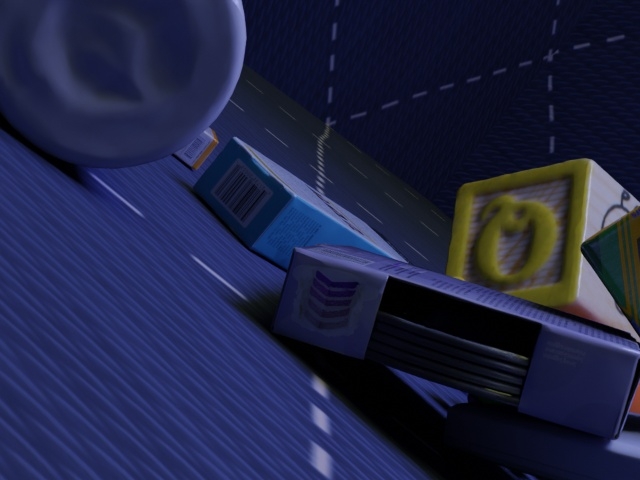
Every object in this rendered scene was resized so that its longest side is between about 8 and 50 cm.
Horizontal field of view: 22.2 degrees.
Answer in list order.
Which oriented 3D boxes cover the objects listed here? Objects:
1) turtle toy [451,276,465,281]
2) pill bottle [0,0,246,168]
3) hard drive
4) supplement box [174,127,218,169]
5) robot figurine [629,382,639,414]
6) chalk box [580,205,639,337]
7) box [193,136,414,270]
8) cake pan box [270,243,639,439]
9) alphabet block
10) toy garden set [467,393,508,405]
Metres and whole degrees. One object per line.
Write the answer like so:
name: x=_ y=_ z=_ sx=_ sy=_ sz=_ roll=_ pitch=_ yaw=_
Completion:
turtle toy: x=0.122 y=0.085 z=1.526 sx=0.130 sy=0.066 sz=0.095 roll=41 pitch=-18 yaw=34
pill bottle: x=-0.168 y=-0.177 z=1.174 sx=0.176 sy=0.176 sz=0.318 roll=37 pitch=7 yaw=-23
hard drive: x=0.262 y=0.159 z=1.116 sx=0.203 sy=0.040 sz=0.307 roll=7 pitch=2 yaw=-38
supplement box: x=-0.145 y=-0.112 z=1.511 sx=0.098 sy=0.036 sz=0.062 roll=38 pitch=6 yaw=-13
robot figurine: x=0.313 y=0.177 z=1.722 sx=0.219 sy=0.158 sz=0.128 roll=38 pitch=-16 yaw=-18
chalk box: x=0.302 y=0.058 z=1.197 sx=0.213 sy=0.132 sz=0.132 roll=58 pitch=6 yaw=7
box: x=0.000 y=0.000 z=1.443 sx=0.100 sy=0.060 sz=0.244 roll=45 pitch=8 yaw=40
cake pan box: x=0.106 y=0.066 z=1.177 sx=0.245 sy=0.070 sz=0.267 roll=15 pitch=2 yaw=8
alphabet block: x=0.277 y=0.042 z=1.897 sx=0.193 sy=0.192 sz=0.197 roll=-13 pitch=-33 yaw=38
toy garden set: x=0.216 y=0.194 z=1.406 sx=0.204 sy=0.049 sz=0.244 roll=40 pitch=5 yaw=24
